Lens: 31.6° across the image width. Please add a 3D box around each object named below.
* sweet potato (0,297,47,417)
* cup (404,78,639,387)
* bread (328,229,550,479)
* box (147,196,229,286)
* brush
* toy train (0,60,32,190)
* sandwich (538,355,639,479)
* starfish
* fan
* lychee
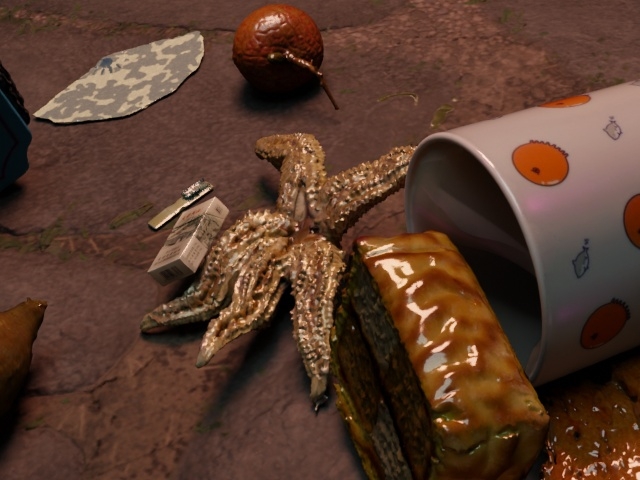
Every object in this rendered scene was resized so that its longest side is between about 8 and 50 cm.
[{"bbox_3d":[-0.375,0.151,0.930,0.369,0.158,0.158,-27,44,-24],"label":"sweet potato"},{"bbox_3d":[0.257,-0.026,0.925,0.317,0.212,0.212,-18,42,-18],"label":"cup"},{"bbox_3d":[0.082,0.111,0.856,0.096,0.182,0.222,-7,45,-17],"label":"bread"},{"bbox_3d":[-0.125,0.001,1.071,0.054,0.024,0.083,-24,30,44],"label":"box"},{"bbox_3d":[-0.148,-0.039,1.192,0.016,0.013,0.083,30,57,34],"label":"brush"},{"bbox_3d":[-0.452,-0.135,1.155,0.265,0.300,0.188,-37,61,-9],"label":"toy train"},{"bbox_3d":[0.243,0.173,0.834,0.159,0.079,0.235,-10,37,17],"label":"sandwich"},{"bbox_3d":[-0.015,0.022,1.042,0.301,0.084,0.294,10,54,35],"label":"starfish"},{"bbox_3d":[-0.237,-0.196,1.385,0.240,0.009,0.131,-31,46,-21],"label":"fan"},{"bbox_3d":[-0.040,-0.219,1.298,0.140,0.114,0.101,6,69,55],"label":"lychee"}]
